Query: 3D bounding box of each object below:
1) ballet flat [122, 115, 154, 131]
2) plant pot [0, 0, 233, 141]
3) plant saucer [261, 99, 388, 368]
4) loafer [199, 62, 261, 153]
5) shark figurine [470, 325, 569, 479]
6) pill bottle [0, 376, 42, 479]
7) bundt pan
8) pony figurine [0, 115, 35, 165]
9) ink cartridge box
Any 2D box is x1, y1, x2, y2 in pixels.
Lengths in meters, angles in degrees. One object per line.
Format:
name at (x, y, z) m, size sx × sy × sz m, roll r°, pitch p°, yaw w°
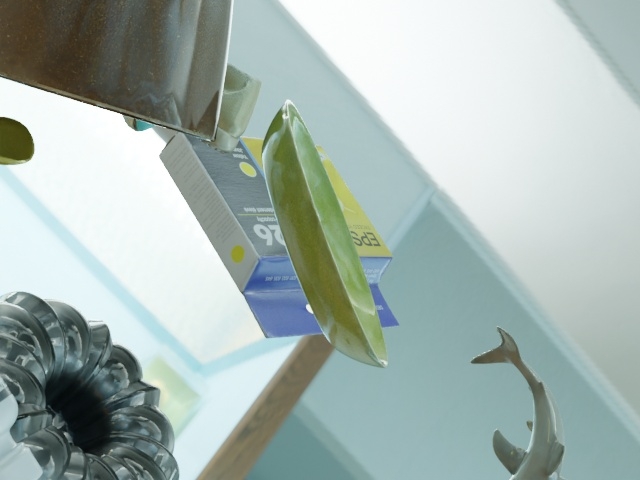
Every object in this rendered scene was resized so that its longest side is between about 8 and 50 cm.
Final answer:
ballet flat at (-0.230, -0.219, 1.571) m, size 0.052 × 0.168 × 0.057 m, roll 42°, pitch -36°, yaw 35°
plant pot at (-0.150, -0.215, 0.763) m, size 0.215 × 0.215 × 0.230 m, roll 19°, pitch -86°, yaw 24°
plant saucer at (0.000, 0.000, 0.867) m, size 0.037 × 0.241 × 0.241 m, roll -21°, pitch -60°, yaw 6°
loafer at (-0.159, -0.206, 1.054) m, size 0.268 × 0.092 × 0.102 m, roll 47°, pitch 2°, yaw 9°
shark figurine at (0.302, 0.263, 1.403) m, size 0.166 × 0.278 × 0.116 m, roll 3°, pitch -13°, yaw -6°
pill bottle at (-0.292, 0.123, 0.759) m, size 0.108 × 0.108 × 0.180 m, roll -28°, pitch -85°, yaw 50°
bundt pan at (-0.266, 0.191, 1.029) m, size 0.124 × 0.331 × 0.331 m, roll -34°, pitch -74°, yaw 19°
pony figurine at (-0.468, -0.070, 0.792) m, size 0.363 × 0.351 × 0.303 m, roll -18°, pitch -103°, yaw 30°
ink cartridge box at (-0.034, -0.014, 1.405) m, size 0.072 × 0.303 × 0.307 m, roll -48°, pitch -117°, yaw 27°
